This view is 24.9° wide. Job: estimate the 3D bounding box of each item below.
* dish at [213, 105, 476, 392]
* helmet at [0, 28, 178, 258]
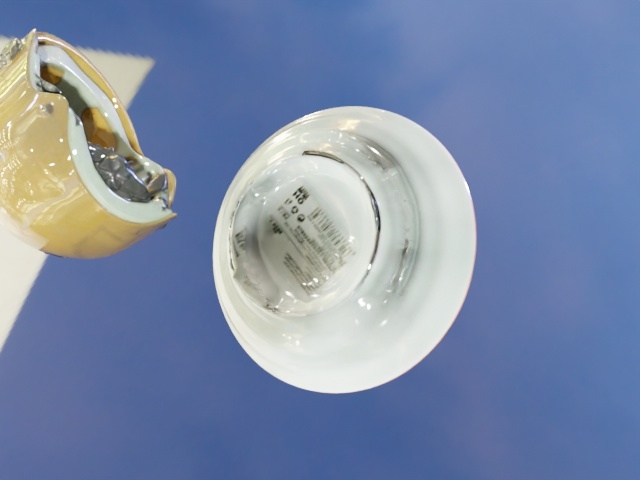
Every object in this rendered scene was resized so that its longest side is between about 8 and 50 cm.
[{"bbox_3d":[0.000,0.000,1.262,0.085,0.260,0.260,19,-131,-62],"label":"dish"},{"bbox_3d":[-0.224,-0.069,1.227,0.198,0.130,0.224,51,-174,-35],"label":"helmet"}]
